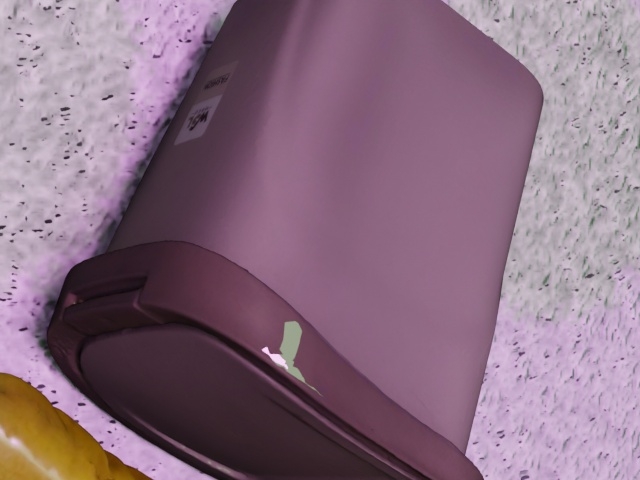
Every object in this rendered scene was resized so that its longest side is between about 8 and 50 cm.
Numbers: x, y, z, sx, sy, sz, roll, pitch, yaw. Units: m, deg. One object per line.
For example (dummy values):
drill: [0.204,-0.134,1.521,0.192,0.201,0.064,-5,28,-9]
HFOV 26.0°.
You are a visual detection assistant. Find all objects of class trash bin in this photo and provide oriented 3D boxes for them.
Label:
trash bin: [0.000,0.000,0.775,0.219,0.220,0.250,33,65,-29]

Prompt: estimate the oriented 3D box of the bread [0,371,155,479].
bread: [-0.102,0.219,0.756,0.383,0.112,0.166,40,82,-23]
